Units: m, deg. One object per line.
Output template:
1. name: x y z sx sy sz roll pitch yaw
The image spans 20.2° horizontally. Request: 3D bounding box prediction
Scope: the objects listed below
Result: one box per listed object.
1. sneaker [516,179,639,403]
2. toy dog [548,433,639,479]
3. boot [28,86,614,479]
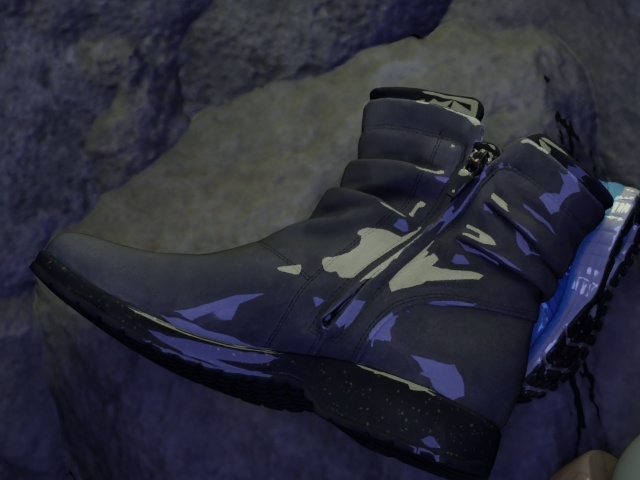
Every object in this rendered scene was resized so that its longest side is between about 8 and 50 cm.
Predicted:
1. sneaker: 0.147 0.031 1.163 0.073 0.063 0.162 28 87 28
2. toy dog: 0.233 0.218 1.031 0.161 0.220 0.333 37 49 -18
3. boot: 0.000 0.000 1.153 0.338 0.118 0.222 20 80 16
